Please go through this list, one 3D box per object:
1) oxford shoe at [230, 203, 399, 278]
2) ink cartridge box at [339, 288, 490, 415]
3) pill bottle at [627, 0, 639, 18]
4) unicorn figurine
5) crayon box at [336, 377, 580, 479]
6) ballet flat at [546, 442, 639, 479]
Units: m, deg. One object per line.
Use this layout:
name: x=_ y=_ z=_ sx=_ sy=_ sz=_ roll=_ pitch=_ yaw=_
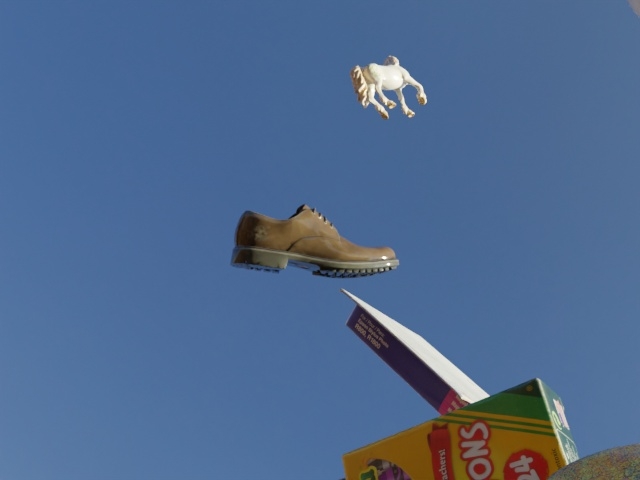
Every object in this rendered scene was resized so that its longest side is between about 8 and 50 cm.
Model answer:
oxford shoe: x=0.000 y=0.000 z=1.174 sx=0.227 sy=0.083 sz=0.096 roll=9 pitch=-102 yaw=-19
ink cartridge box: x=0.195 y=0.244 z=1.632 sx=0.071 sy=0.330 sz=0.324 roll=-53 pitch=-129 yaw=4
pill bottle: x=0.215 y=-0.293 z=0.575 sx=0.169 sy=0.169 sz=0.301 roll=-37 pitch=-124 yaw=30
unicorn figurine: x=0.101 y=-0.230 z=1.310 sx=0.060 sy=0.162 sz=0.111 roll=-39 pitch=-114 yaw=26
crayon box: x=0.148 y=0.314 z=1.036 sx=0.318 sy=0.202 sz=0.081 roll=-27 pitch=-38 yaw=21
ballet flat: x=0.310 y=0.183 z=0.538 sx=0.348 sy=0.123 sz=0.123 roll=10 pitch=-61 yaw=3
